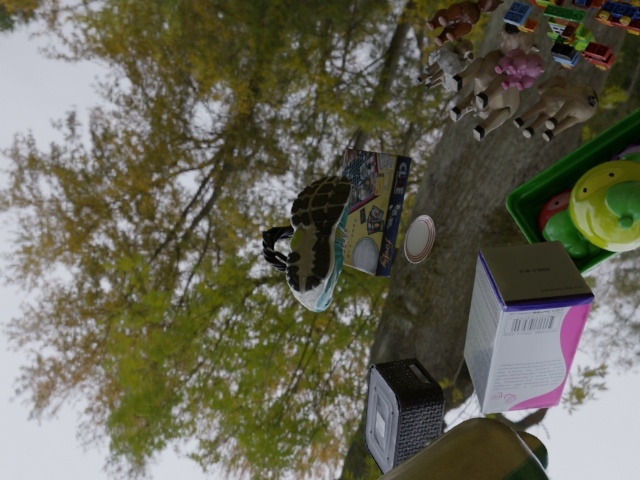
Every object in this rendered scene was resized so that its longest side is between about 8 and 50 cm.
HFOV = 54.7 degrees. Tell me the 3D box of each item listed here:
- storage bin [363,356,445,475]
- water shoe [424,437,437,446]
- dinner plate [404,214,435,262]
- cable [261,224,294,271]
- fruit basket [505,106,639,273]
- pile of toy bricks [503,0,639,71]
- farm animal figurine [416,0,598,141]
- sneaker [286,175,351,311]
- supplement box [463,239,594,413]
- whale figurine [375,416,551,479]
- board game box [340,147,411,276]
[{"bbox_3d":[0.139,0.307,1.063,0.084,0.180,0.122,-5,-157,-19],"label":"storage bin"},{"bbox_3d":[0.207,0.393,0.917,0.080,0.073,0.203,-33,-111,-10],"label":"water shoe"},{"bbox_3d":[0.278,-0.005,1.758,0.141,0.141,0.017,-17,-154,-41],"label":"dinner plate"},{"bbox_3d":[-0.053,0.019,1.533,0.184,0.047,0.151,1,-138,-26],"label":"cable"},{"bbox_3d":[0.587,-0.088,1.264,0.392,0.392,0.283,-5,-124,-29],"label":"fruit basket"},{"bbox_3d":[0.379,-0.310,0.921,0.212,0.118,0.105,38,-171,40],"label":"pile of toy bricks"},{"bbox_3d":[0.358,-0.314,1.167,0.172,0.327,0.330,-37,-101,-10],"label":"farm animal figurine"},{"bbox_3d":[0.000,0.000,1.123,0.107,0.110,0.275,1,-123,21],"label":"sneaker"},{"bbox_3d":[0.267,0.120,0.826,0.111,0.220,0.114,-5,-141,-2],"label":"supplement box"},{"bbox_3d":[0.115,0.252,0.524,0.216,0.272,0.141,-33,-115,-5],"label":"whale figurine"},{"bbox_3d":[0.097,-0.062,1.286,0.042,0.243,0.165,4,-171,-38],"label":"board game box"}]
